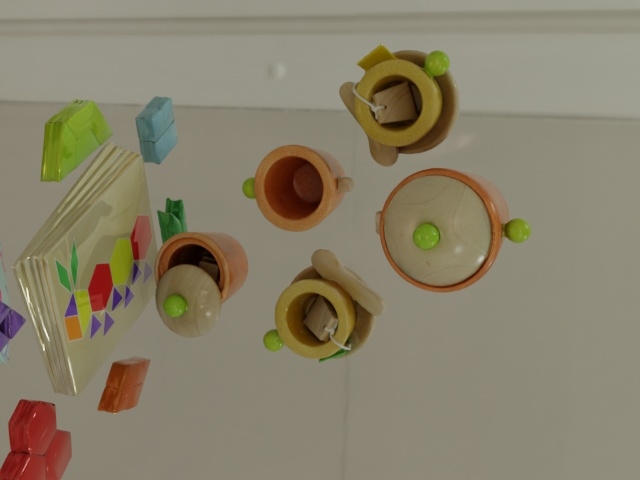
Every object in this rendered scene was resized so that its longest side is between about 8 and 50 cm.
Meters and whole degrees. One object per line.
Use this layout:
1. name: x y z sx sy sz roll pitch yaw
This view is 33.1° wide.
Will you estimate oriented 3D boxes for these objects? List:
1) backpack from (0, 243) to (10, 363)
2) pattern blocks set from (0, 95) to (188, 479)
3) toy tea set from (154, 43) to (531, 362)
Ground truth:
1. backpack: -0.459 0.077 1.250 0.225 0.191 0.254 104 -17 -56
2. pattern blocks set: -0.184 0.025 0.874 0.325 0.026 0.285 -52 145 -61
3. toy tea set: 0.000 0.000 0.878 0.200 0.336 0.124 55 23 6
